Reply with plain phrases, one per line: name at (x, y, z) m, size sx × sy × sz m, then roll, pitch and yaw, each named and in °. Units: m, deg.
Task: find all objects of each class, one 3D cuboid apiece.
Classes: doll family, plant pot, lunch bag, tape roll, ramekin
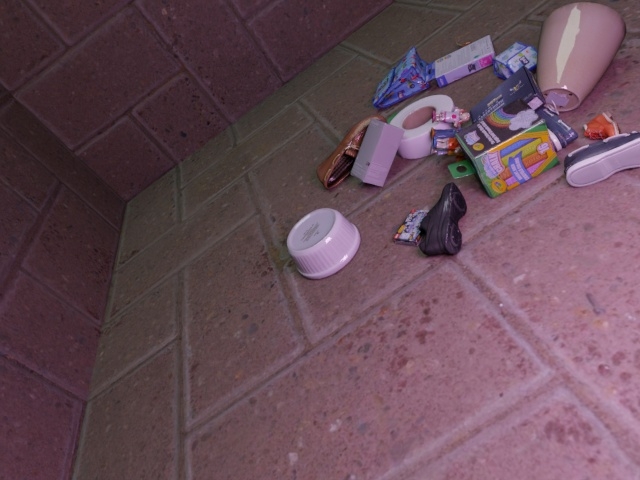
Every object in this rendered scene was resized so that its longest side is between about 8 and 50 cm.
doll family at (0.480, -0.363, 1.694) m, size 0.163 × 0.118 × 0.262 m, roll 5°, pitch 49°, yaw 7°
plant pot at (0.820, -0.573, 1.552) m, size 0.257 × 0.257 × 0.273 m, roll 10°, pitch 73°, yaw 49°
lunch bag at (0.377, -0.766, 2.319) m, size 0.293 × 0.138 × 0.220 m, roll -31°, pitch 31°, yaw 35°
lunch bag at (0.775, -0.697, 1.857) m, size 0.129 × 0.096 × 0.151 m, roll -35°, pitch 47°, yaw 2°
tape roll at (0.414, -0.458, 1.902) m, size 0.286 × 0.100 × 0.286 m, roll -26°, pitch 35°, yaw 20°
ramekin at (0.000, 0.000, 1.719) m, size 0.273 × 0.127 × 0.272 m, roll -25°, pitch 35°, yaw 20°

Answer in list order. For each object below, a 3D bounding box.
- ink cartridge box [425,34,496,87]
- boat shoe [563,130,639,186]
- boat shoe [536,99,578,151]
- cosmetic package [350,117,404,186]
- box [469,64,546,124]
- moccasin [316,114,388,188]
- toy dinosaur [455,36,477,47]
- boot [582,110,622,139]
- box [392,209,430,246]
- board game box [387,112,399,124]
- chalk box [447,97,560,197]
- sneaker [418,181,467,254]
ink cartridge box at (0.631, -0.803, 2.147) m, size 0.311 × 0.065 × 0.185 m, roll -16°, pitch 39°, yaw 26°
boat shoe at (0.803, -0.241, 1.246) m, size 0.303 × 0.114 × 0.091 m, roll -16°, pitch 45°, yaw 30°
boat shoe at (0.728, -0.381, 1.506) m, size 0.079 × 0.095 × 0.254 m, roll -29°, pitch 35°, yaw 18°
cosmetic package at (0.222, -0.345, 1.852) m, size 0.127 × 0.107 × 0.237 m, roll 45°, pitch 122°, yaw 59°
box at (0.618, -0.446, 1.584) m, size 0.233 × 0.059 × 0.183 m, roll -39°, pitch 32°, yaw 39°
moccasin at (0.139, -0.373, 2.005) m, size 0.380 × 0.139 × 0.147 m, roll -40°, pitch 42°, yaw 13°
toy dinosaur at (0.697, -0.921, 2.246) m, size 0.112 × 0.064 × 0.212 m, roll -34°, pitch 38°, yaw -27°
boot at (0.821, -0.314, 1.376) m, size 0.085 × 0.059 × 0.157 m, roll -25°, pitch 27°, yaw 26°
box at (0.311, -0.044, 1.562) m, size 0.094 × 0.027 × 0.137 m, roll 8°, pitch 55°, yaw 50°
board game box at (0.294, -0.473, 2.103) m, size 0.259 × 0.030 × 0.136 m, roll -46°, pitch 31°, yaw -11°
chalk box at (0.546, -0.269, 1.473) m, size 0.289 × 0.179 × 0.180 m, roll -29°, pitch 35°, yaw 17°
sneaker at (0.373, -0.072, 1.472) m, size 0.130 × 0.109 × 0.286 m, roll -17°, pitch 36°, yaw 40°
